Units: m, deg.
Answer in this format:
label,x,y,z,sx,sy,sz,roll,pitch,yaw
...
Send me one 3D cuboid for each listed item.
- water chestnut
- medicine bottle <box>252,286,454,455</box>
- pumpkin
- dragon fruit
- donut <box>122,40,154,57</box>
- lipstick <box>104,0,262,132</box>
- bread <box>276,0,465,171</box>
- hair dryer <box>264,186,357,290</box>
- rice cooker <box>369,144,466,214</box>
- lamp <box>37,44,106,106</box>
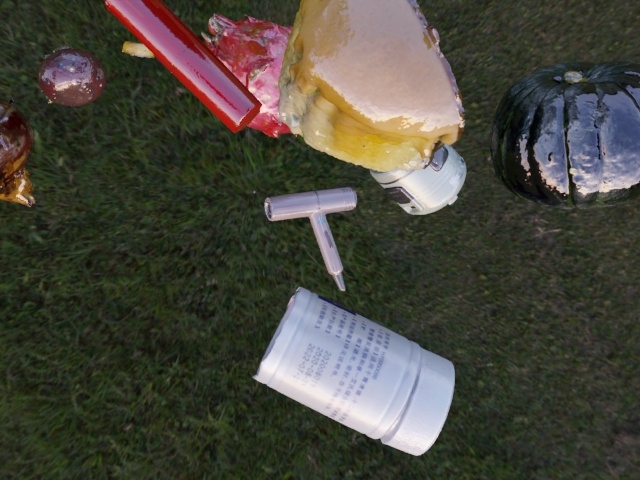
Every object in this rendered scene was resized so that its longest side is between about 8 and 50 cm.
label,x,y,z,sx,sy,sz,roll,pitch,yaw
water chestnut,-0.825,-0.186,1.552,0.335,0.335,0.347,-38,121,-2
medicine bottle,0.066,0.239,1.185,0.332,0.190,0.190,27,91,-2
pumpkin,0.316,-0.127,0.786,0.220,0.220,0.162,-20,116,-4
dragon fruit,-0.106,-0.306,1.187,0.268,0.205,0.210,41,57,-16
donut,-0.520,-0.544,1.839,0.083,0.067,0.038,25,115,35
lipstick,-0.209,-0.286,1.001,0.073,0.073,0.280,-45,92,-1
bread,0.040,-0.191,0.714,0.162,0.204,0.262,-31,84,-19
hair dryer,-0.011,0.005,1.386,0.195,0.053,0.220,-8,94,-21
rice cooker,0.261,-0.204,1.771,0.226,0.226,0.244,-46,116,-1
lamp,-0.599,-0.401,1.557,0.157,0.156,0.135,-9,70,-15
